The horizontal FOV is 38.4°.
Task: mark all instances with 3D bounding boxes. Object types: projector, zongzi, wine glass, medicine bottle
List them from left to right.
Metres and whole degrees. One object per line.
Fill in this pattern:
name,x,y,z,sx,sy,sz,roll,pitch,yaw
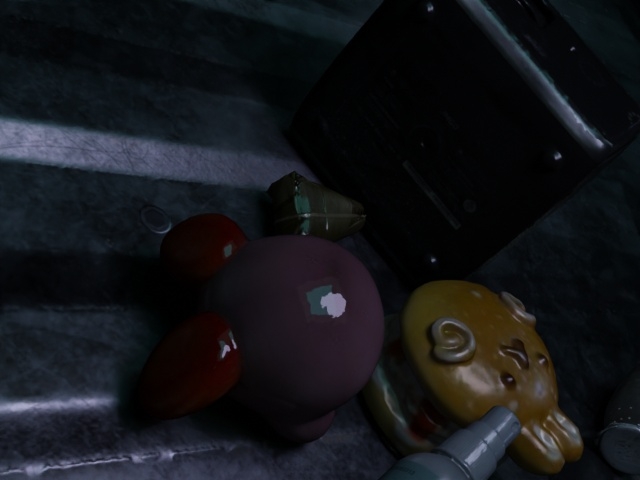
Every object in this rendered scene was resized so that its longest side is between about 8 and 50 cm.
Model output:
zongzi,0.000,0.000,1.339,0.160,0.078,0.176,16,55,-33
medicine bottle,0.107,0.305,1.032,0.352,0.110,0.110,-35,82,-33
projector,0.209,-0.175,1.418,0.395,0.405,0.242,51,39,7
wine glass,0.532,0.292,1.523,0.111,0.111,0.204,47,39,3

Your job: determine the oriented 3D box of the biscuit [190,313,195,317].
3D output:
biscuit,-0.134,0.122,1.142,0.078,0.015,0.091,51,37,8

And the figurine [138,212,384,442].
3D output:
figurine,-0.043,0.094,1.069,0.261,0.211,0.269,28,46,-29

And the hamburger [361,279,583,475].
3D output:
hamburger,0.209,0.197,1.254,0.261,0.186,0.302,1,57,-42
